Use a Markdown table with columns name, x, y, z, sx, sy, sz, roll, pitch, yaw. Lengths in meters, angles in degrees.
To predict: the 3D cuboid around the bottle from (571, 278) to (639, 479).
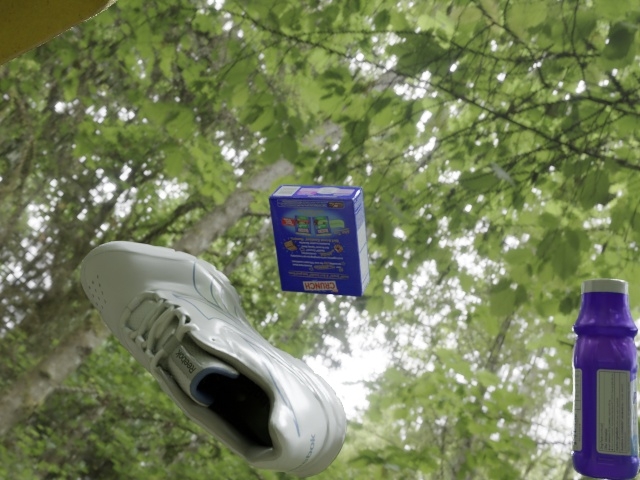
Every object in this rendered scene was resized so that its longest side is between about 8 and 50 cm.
| name | x | y | z | sx | sy | sz | roll | pitch | yaw |
| --- | --- | --- | --- | --- | --- | --- | --- | --- | --- |
| bottle | 0.417 | 0.200 | 1.088 | 0.092 | 0.283 | 0.118 | 0 | -12 | 20 |

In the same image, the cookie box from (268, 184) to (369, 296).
| name | x | y | z | sx | sy | sz | roll | pitch | yaw |
| --- | --- | --- | --- | --- | --- | --- | --- | --- | --- |
| cookie box | 0.000 | 0.000 | 0.760 | 0.091 | 0.040 | 0.107 | 3 | -65 | 20 |

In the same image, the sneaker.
| name | x | y | z | sx | sy | sz | roll | pitch | yaw |
| --- | --- | --- | --- | --- | --- | --- | --- | --- | --- |
| sneaker | -0.106 | 0.089 | 0.649 | 0.297 | 0.111 | 0.129 | 34 | 0 | 20 |

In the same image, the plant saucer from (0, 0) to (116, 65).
| name | x | y | z | sx | sy | sz | roll | pitch | yaw |
| --- | --- | --- | --- | --- | --- | --- | --- | --- | --- |
| plant saucer | -0.414 | -0.255 | 0.860 | 0.081 | 0.332 | 0.333 | 62 | -5 | -31 |
